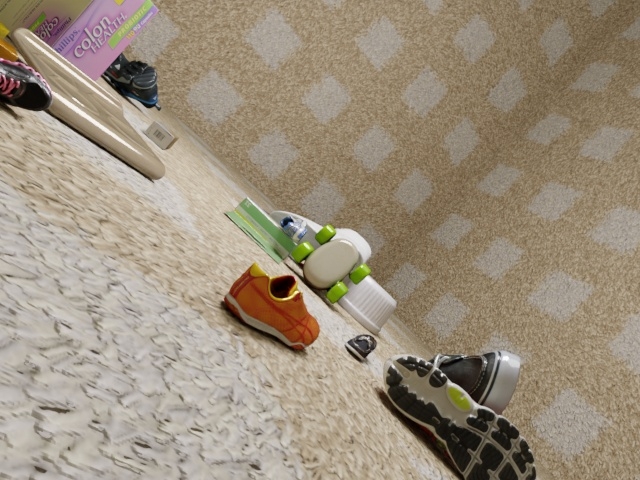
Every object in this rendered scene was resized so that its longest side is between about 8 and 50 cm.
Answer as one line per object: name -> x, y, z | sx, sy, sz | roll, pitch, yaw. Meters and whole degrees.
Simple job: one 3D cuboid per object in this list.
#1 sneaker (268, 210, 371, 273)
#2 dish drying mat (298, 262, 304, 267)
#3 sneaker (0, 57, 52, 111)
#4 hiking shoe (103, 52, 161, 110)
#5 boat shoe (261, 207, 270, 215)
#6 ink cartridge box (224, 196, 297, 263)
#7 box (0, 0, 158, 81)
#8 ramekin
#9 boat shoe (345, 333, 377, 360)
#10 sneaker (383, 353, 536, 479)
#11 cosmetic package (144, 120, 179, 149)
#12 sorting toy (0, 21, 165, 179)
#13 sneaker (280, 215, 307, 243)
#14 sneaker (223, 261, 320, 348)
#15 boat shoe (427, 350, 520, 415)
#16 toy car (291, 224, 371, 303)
sneaker -> 0.000, 0.000, 1.387 | 0.293, 0.108, 0.169 | 27, 15, 13
dish drying mat -> -0.044, 0.075, 1.405 | 0.032, 0.008, 0.083 | 43, 3, 20
sneaker -> -0.318, -0.159, 0.476 | 0.119, 0.047, 0.057 | 32, 16, -41
hiking shoe -> -0.615, -0.505, 1.508 | 0.304, 0.113, 0.132 | 37, -30, 17
boat shoe -> -0.149, -0.050, 1.452 | 0.137, 0.049, 0.043 | 39, -1, 13
ink cartridge box -> -0.133, -0.028, 1.188 | 0.171, 0.056, 0.235 | 44, 0, -3
box -> -0.460, -0.430, 0.891 | 0.243, 0.213, 0.117 | 43, 2, 17
ramekin -> 0.121, 0.159, 1.424 | 0.207, 0.109, 0.207 | 43, 1, -1
boat shoe -> 0.078, 0.190, 0.904 | 0.046, 0.038, 0.125 | 44, 2, 20
sneaker -> 0.208, 0.279, 0.764 | 0.279, 0.107, 0.118 | 46, -8, 10
cosmetic package -> -0.383, -0.255, 1.207 | 0.060, 0.041, 0.115 | 42, 2, -16
sorting toy -> -0.374, -0.217, 0.715 | 0.229, 0.041, 0.307 | 50, 6, 35
sneaker -> -0.067, -0.038, 1.204 | 0.058, 0.052, 0.135 | 39, 4, -13
sneaker -> -0.037, 0.079, 0.575 | 0.064, 0.067, 0.175 | 42, 0, 32
boat shoe -> 0.235, 0.261, 0.885 | 0.119, 0.121, 0.335 | 26, -28, 6
toy car -> 0.010, 0.080, 1.237 | 0.155, 0.149, 0.188 | 49, -25, 9
